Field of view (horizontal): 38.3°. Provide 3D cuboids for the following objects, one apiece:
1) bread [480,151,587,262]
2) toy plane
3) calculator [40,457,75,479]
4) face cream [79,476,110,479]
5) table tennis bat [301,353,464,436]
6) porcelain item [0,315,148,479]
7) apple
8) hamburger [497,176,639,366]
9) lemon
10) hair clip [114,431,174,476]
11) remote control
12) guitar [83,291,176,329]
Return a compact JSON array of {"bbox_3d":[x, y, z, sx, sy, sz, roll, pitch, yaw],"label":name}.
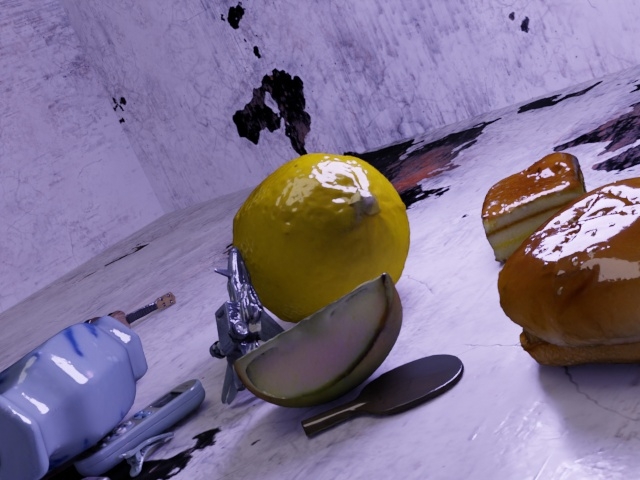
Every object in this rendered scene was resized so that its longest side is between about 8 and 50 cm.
[{"bbox_3d":[0.383,-0.068,1.634,0.184,0.110,0.234,-21,13,18],"label":"bread"},{"bbox_3d":[-0.135,0.118,1.505,0.088,0.267,0.212,8,-37,-37],"label":"toy plane"},{"bbox_3d":[-0.465,0.382,1.566,0.166,0.024,0.103,-27,13,-16],"label":"calculator"},{"bbox_3d":[-0.353,0.373,1.395,0.083,0.021,0.040,-12,17,43],"label":"face cream"},{"bbox_3d":[0.085,0.211,1.257,0.235,0.022,0.131,-23,13,-2],"label":"table tennis bat"},{"bbox_3d":[-0.433,0.263,1.484,0.243,0.178,0.405,-33,3,18],"label":"porcelain item"},{"bbox_3d":[0.020,0.166,1.325,0.265,0.120,0.193,-31,-22,7],"label":"apple"},{"bbox_3d":[0.371,0.037,1.098,0.314,0.170,0.290,-9,26,47],"label":"hamburger"},{"bbox_3d":[-0.001,0.000,1.653,0.336,0.336,0.336,-23,12,5],"label":"lemon"},{"bbox_3d":[-0.268,0.328,1.426,0.030,0.039,0.115,-14,5,28],"label":"hair clip"},{"bbox_3d":[-0.289,0.305,1.500,0.244,0.047,0.087,-33,7,-30],"label":"remote control"},{"bbox_3d":[-0.470,0.190,2.285,0.038,0.083,0.271,-15,9,45],"label":"guitar"}]
